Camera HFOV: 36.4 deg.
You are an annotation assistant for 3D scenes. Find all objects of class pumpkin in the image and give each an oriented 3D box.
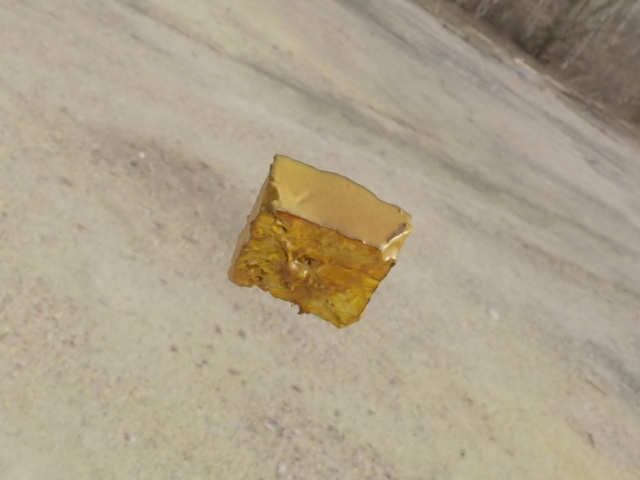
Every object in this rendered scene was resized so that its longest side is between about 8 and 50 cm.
[{"bbox_3d":[0.000,0.000,0.508,0.083,0.074,0.054,25,44,-8],"label":"pumpkin"}]
